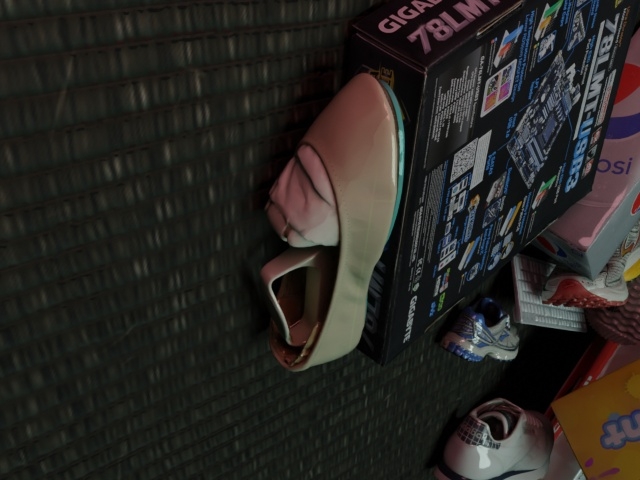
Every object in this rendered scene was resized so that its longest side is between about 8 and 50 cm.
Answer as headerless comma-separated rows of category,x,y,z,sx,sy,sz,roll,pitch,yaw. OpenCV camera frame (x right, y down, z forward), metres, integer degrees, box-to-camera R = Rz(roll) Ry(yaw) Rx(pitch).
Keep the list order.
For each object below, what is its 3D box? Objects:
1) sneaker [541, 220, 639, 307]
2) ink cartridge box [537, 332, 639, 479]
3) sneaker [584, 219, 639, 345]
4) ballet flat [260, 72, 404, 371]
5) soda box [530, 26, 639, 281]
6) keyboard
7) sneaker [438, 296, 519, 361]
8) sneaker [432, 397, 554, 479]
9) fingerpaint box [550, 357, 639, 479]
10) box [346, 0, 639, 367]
sneaker,0.286,0.012,1.309,0.225,0.088,0.093,-36,122,-61
ink cartridge box,0.393,0.257,1.798,0.296,0.066,0.261,-57,155,2
sneaker,0.400,-0.020,1.469,0.146,0.102,0.293,-43,156,-39
ballet flat,0.000,0.000,0.822,0.086,0.086,0.248,-37,149,-34
soda box,0.305,-0.108,1.195,0.286,0.091,0.098,-53,155,-6
keyboard,0.252,0.060,1.348,0.256,0.014,0.072,13,75,-63
sneaker,0.172,0.087,1.241,0.135,0.052,0.058,-1,116,-60
sneaker,0.223,0.230,1.461,0.235,0.090,0.095,-11,120,-57
fingerpaint box,0.533,0.176,1.505,0.444,0.163,0.371,-29,163,13
box,0.129,-0.089,0.939,0.293,0.073,0.296,-38,149,-33
